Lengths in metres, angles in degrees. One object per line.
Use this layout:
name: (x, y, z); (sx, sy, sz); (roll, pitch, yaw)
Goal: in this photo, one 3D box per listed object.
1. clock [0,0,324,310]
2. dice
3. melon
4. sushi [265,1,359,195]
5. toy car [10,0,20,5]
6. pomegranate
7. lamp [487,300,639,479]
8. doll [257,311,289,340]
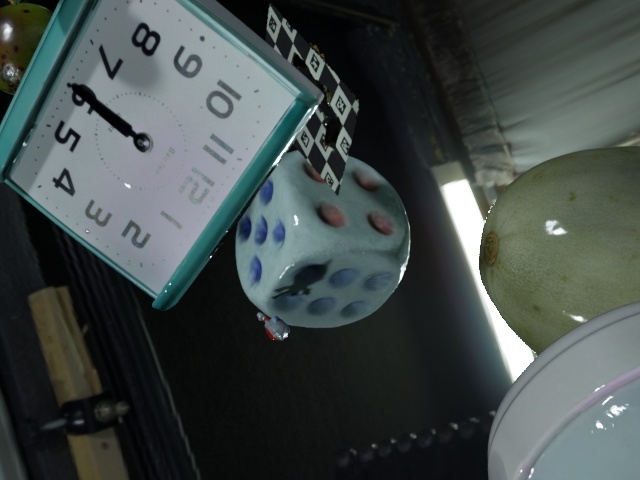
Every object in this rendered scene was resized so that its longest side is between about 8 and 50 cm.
clock: (-0.151, -0.105, 0.720); (0.231, 0.262, 0.116); (38, -152, 0)
dice: (0.000, 0.000, 1.536); (0.268, 0.265, 0.262); (8, -133, -30)
melon: (0.323, 0.027, 0.812); (0.308, 0.272, 0.272); (33, -143, 4)
sushi: (-0.008, -0.226, 1.225); (0.043, 0.192, 0.279); (-16, -132, -27)
toy car: (-0.237, -0.240, 0.619); (0.035, 0.059, 0.122); (14, -126, -14)
pomegranate: (-0.466, -0.314, 1.297); (0.205, 0.159, 0.159); (-7, -104, -31)
lamp: (0.193, 0.100, 0.389); (0.179, 0.246, 0.108); (31, -164, -30)
doll: (-0.078, 0.154, 1.373); (0.039, 0.114, 0.057); (-25, -75, -13)
